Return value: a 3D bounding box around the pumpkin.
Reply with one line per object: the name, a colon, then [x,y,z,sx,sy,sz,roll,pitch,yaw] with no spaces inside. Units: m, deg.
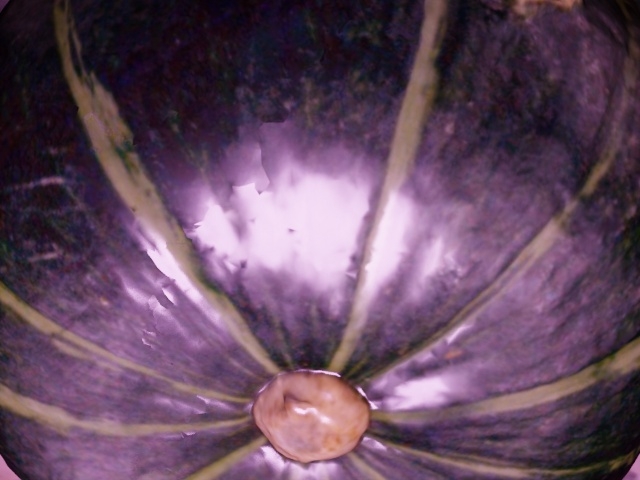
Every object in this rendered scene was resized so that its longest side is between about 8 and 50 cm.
pumpkin: [0.000,0.000,0.776,0.323,0.241,0.323,-3,131,-4]
